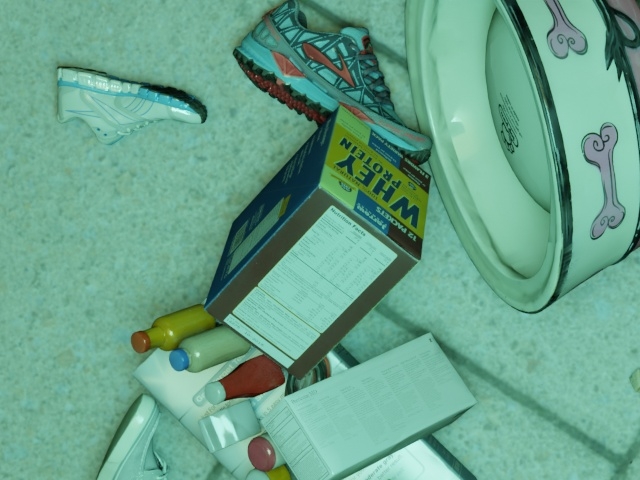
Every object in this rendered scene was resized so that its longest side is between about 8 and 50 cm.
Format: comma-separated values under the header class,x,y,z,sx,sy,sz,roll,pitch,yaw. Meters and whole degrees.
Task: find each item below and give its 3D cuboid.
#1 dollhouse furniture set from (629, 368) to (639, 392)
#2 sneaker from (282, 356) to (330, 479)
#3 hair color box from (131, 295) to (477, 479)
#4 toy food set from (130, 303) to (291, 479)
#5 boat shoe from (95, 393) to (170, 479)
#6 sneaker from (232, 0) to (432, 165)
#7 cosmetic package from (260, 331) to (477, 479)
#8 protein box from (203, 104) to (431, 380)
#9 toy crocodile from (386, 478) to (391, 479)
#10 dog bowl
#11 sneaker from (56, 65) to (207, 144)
class,x,y,z,sx,sy,sz,roll,pitch,yaw
dollhouse furniture set,0.425,0.129,1.953,0.114,0.091,0.081,12,50,-15
sneaker,-0.025,0.198,1.863,0.061,0.065,0.158,4,90,5
hair color box,-0.016,0.216,1.953,0.374,0.113,0.185,45,95,3
toy food set,-0.106,0.179,1.829,0.111,0.104,0.232,-27,83,45
boat shoe,-0.217,0.275,1.972,0.081,0.079,0.227,22,121,-6
sneaker,0.031,-0.187,1.937,0.262,0.104,0.125,35,83,11
cosmetic package,0.055,0.185,1.828,0.099,0.239,0.060,58,135,14
protein box,0.000,0.000,1.826,0.136,0.200,0.201,37,117,-13
toy crocodile,0.152,0.377,1.870,0.115,0.105,0.340,-44,118,5
dog bowl,0.231,-0.138,1.791,0.150,0.408,0.408,-16,89,-13
sneaker,-0.225,-0.150,1.997,0.190,0.071,0.083,13,99,14
